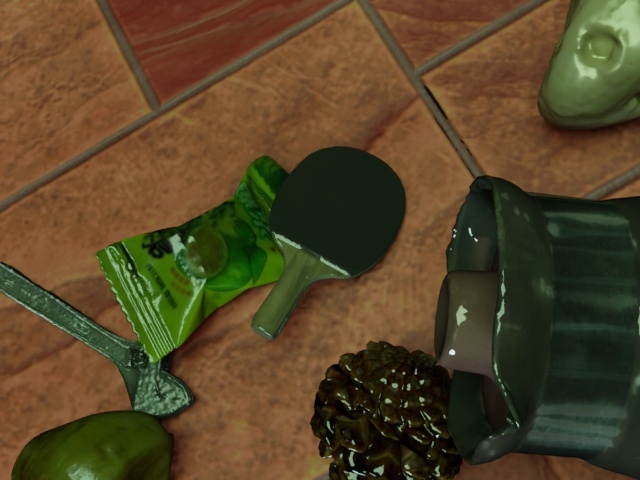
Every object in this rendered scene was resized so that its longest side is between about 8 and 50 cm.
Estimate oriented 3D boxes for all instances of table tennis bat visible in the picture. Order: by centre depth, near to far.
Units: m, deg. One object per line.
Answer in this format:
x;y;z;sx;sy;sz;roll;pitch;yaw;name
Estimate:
0.000;0.000;0.987;0.138;0.022;0.247;28;67;8;table tennis bat

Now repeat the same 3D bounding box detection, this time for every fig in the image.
-0.225;0.246;0.935;0.165;0.144;0.154;-39;31;-10;fig

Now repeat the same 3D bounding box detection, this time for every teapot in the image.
0.277;0.059;0.773;0.361;0.376;0.306;6;118;-3;teapot

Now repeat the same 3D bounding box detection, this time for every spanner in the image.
-0.272;0.106;1.048;0.325;0.026;0.093;27;81;22;spanner

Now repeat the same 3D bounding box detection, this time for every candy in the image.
-0.117;0.015;1.012;0.246;0.069;0.149;-29;72;-22;candy

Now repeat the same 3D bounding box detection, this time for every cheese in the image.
0.327;-0.242;0.944;0.251;0.173;0.248;-19;70;12;cheese

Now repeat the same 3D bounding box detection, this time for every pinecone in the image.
0.065;0.180;0.875;0.173;0.173;0.174;-4;71;12;pinecone
